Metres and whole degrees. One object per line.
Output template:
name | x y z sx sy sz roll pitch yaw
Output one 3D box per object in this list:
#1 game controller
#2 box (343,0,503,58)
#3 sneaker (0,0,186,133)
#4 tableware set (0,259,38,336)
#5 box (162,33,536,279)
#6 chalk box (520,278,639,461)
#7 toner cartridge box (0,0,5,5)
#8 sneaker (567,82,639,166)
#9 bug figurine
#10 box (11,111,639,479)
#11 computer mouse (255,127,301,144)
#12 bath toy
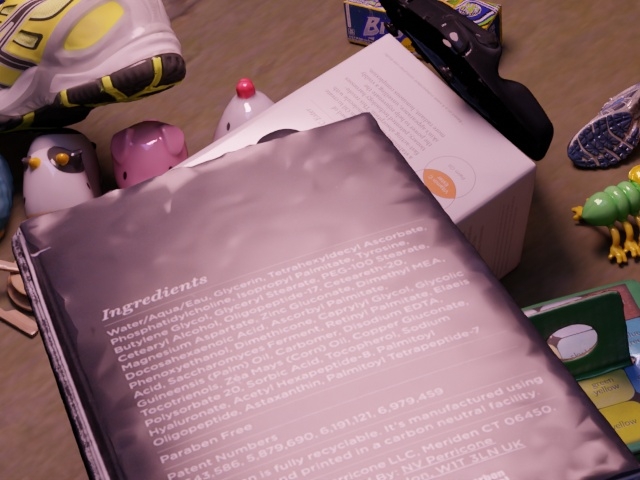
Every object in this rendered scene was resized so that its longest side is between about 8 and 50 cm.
game controller | 0.140 -0.169 1.965 0.067 0.166 0.319 -33 18 1
box | 0.112 -0.238 2.175 0.169 0.059 0.054 15 48 22
sneaker | -0.293 -0.194 2.054 0.385 0.147 0.145 -13 -2 37
tableware set | -0.233 0.051 1.961 0.194 0.039 0.128 27 55 31
box | 0.000 0.000 1.859 0.345 0.168 0.215 -33 62 -23
chalk box | 0.209 0.163 1.603 0.180 0.289 0.179 -16 45 -6
toner cartridge box | -0.397 -0.408 2.415 0.165 0.075 0.348 -30 49 -20
sneaker | 0.309 -0.122 2.042 0.135 0.052 0.058 -34 16 -4
bug figurine | 0.378 -0.029 1.918 0.216 0.072 0.279 -27 48 -17
box | 0.021 0.249 1.353 0.297 0.480 0.472 -20 34 -10
computer mouse | -0.023 -0.003 1.733 0.071 0.041 0.242 -5 56 -6
bath toy | -0.191 -0.083 2.021 0.348 0.129 0.151 -10 41 -2
